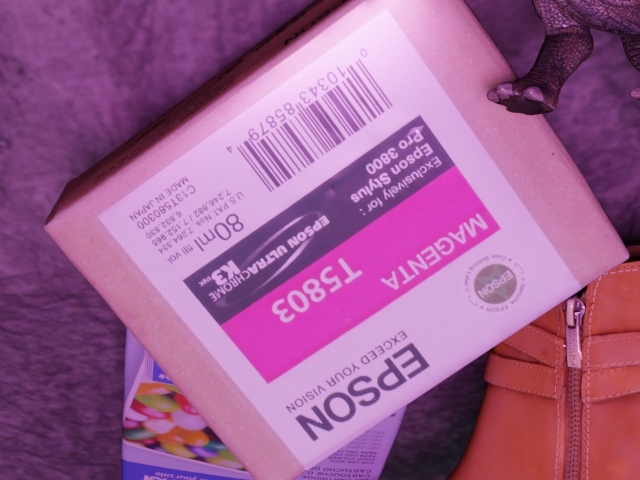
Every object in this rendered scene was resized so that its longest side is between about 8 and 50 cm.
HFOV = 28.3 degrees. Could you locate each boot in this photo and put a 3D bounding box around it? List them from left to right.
[{"bbox_3d":[0.118,0.112,0.767,0.283,0.109,0.220,-3,101,41],"label":"boot"}]

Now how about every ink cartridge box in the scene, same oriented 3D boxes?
[{"bbox_3d":[-0.039,0.105,0.859,0.186,0.065,0.311,8,143,-4],"label":"ink cartridge box"},{"bbox_3d":[0.009,-0.011,0.664,0.235,0.088,0.193,-36,105,9],"label":"ink cartridge box"}]

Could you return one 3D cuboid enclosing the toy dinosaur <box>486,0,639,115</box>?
[{"bbox_3d":[0.163,-0.128,0.603,0.313,0.160,0.121,12,172,-37],"label":"toy dinosaur"}]
